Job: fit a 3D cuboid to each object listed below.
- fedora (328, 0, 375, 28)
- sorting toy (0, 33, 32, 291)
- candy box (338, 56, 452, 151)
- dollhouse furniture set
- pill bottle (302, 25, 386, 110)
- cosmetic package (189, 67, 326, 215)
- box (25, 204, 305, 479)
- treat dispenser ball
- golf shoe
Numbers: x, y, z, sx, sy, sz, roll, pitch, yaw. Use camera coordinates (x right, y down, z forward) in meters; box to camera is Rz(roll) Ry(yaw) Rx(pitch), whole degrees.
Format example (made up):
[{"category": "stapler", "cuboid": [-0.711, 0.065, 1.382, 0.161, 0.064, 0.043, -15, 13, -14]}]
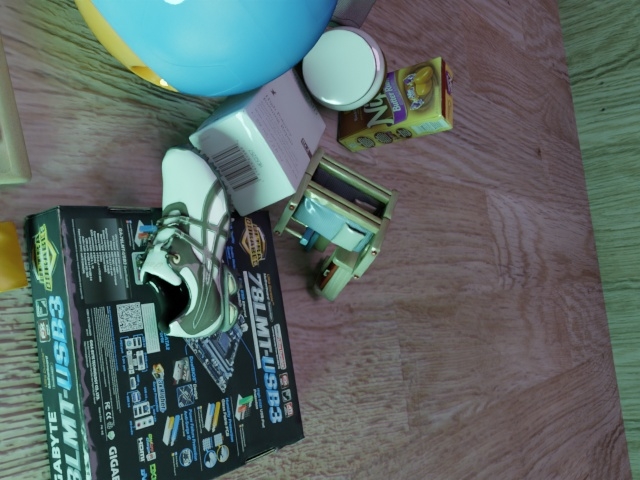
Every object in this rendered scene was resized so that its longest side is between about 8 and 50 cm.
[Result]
[{"category": "fedora", "cuboid": [0.000, -0.391, 0.931, 0.275, 0.244, 0.124, 7, 104, -45]}, {"category": "sorting toy", "cuboid": [-0.350, -0.096, 0.511, 0.229, 0.041, 0.307, -14, 92, -58]}, {"category": "candy box", "cuboid": [0.123, -0.221, 1.042, 0.053, 0.187, 0.109, 29, 58, -50]}, {"category": "dollhouse furniture set", "cuboid": [0.000, 0.000, 0.865, 0.129, 0.183, 0.129, 29, 44, -4]}, {"category": "pill bottle", "cuboid": [0.038, -0.254, 0.935, 0.208, 0.119, 0.119, -62, 134, -75]}, {"category": "cosmetic package", "cuboid": [-0.069, -0.140, 0.802, 0.117, 0.085, 0.231, 58, 25, -23]}, {"category": "box", "cuboid": [-0.152, 0.111, 0.687, 0.293, 0.073, 0.295, -3, 83, -54]}, {"category": "treat dispenser ball", "cuboid": [-0.119, -0.297, 0.657, 0.288, 0.288, 0.288, 18, 67, -50]}, {"category": "golf shoe", "cuboid": [-0.135, 0.000, 0.622, 0.094, 0.077, 0.198, -10, 86, -53]}]
